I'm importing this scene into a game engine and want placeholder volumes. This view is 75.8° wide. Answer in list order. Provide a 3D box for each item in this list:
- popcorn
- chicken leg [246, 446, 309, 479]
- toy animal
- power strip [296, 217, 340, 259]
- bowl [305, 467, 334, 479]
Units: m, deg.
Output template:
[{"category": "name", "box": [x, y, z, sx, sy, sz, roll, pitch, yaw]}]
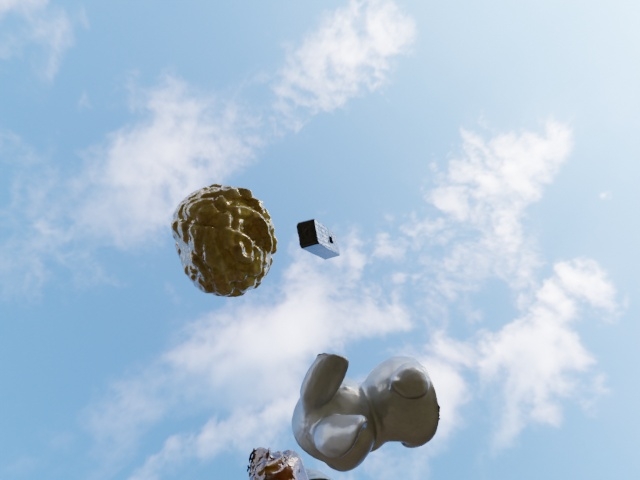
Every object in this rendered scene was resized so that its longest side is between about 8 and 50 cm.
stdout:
[{"category": "popcorn", "box": [-0.152, 0.000, 0.629, 0.180, 0.170, 0.179, 0, -65, 0]}, {"category": "chicken leg", "box": [-0.049, 0.458, 0.745, 0.093, 0.304, 0.113, -10, -132, 7]}, {"category": "toy animal", "box": [0.064, 0.229, 0.564, 0.193, 0.178, 0.127, 0, -129, -21]}, {"category": "power strip", "box": [0.000, 0.000, 0.575, 0.030, 0.111, 0.037, -14, -104, 15]}, {"category": "bowl", "box": [-0.043, 0.574, 0.861, 0.212, 0.112, 0.211, -1, -88, -22]}]
